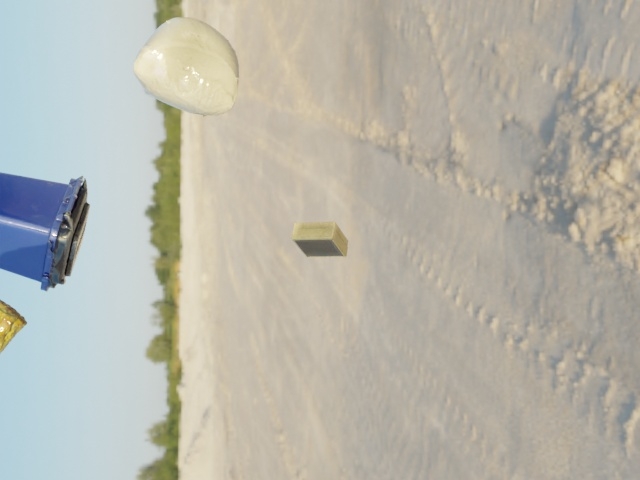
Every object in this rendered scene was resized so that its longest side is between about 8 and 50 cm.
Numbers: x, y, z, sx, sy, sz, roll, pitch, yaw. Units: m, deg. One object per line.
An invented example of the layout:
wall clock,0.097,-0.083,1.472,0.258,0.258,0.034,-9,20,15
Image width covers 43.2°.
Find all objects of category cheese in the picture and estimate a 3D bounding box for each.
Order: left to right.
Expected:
cheese,-0.249,-0.342,1.559,0.154,0.198,0.189,-57,20,25

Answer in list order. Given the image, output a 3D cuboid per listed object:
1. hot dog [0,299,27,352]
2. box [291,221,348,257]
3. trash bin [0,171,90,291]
hot dog,-0.446,0.114,0.833,0.093,0.262,0.123,-98,-9,-60
box,0.000,0.000,1.423,0.083,0.079,0.035,52,-139,-56
trash bin,-0.522,-0.038,1.369,0.162,0.235,0.184,-88,18,-47
